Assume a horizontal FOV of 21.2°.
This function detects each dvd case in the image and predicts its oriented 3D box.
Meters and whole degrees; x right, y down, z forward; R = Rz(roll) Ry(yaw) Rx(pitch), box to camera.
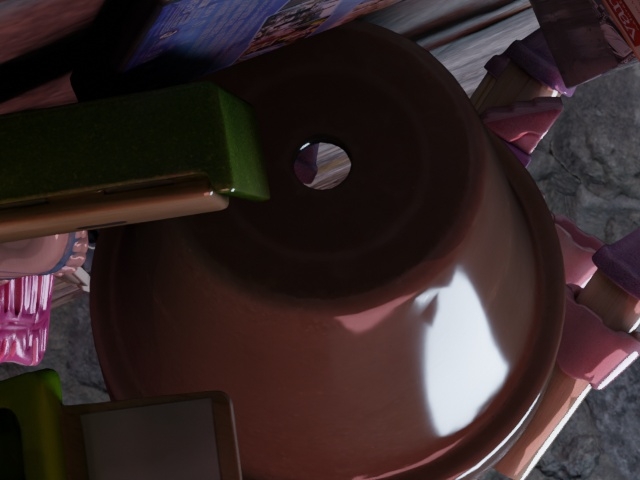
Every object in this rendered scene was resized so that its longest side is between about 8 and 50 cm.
[{"bbox_3d":[0.035,-0.115,0.646,0.253,0.022,0.180,-22,178,-17],"label":"dvd case"}]

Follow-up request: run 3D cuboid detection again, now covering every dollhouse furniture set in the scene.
[{"bbox_3d":[-0.105,0.048,0.563,0.151,0.197,0.301,-7,179,7],"label":"dollhouse furniture set"}]

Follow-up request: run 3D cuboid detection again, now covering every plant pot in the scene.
[{"bbox_3d":[0.000,0.000,0.870,0.263,0.263,0.229,-23,161,-6],"label":"plant pot"}]

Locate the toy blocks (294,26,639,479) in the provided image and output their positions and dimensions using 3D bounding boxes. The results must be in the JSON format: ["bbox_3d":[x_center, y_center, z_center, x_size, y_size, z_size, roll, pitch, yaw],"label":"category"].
[{"bbox_3d":[0.088,-0.054,1.141,0.260,0.309,0.288,-56,-176,14],"label":"toy blocks"}]

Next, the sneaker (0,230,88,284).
[{"bbox_3d":[-0.173,-0.003,0.814,0.083,0.071,0.191,-15,175,-31],"label":"sneaker"}]

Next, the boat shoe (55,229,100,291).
[{"bbox_3d":[-0.186,-0.006,1.247,0.206,0.075,0.065,88,27,-84],"label":"boat shoe"}]

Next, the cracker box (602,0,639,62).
[{"bbox_3d":[0.216,-0.155,0.701,0.156,0.067,0.232,-33,180,-11],"label":"cracker box"}]

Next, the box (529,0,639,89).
[{"bbox_3d":[0.312,-0.195,1.024,0.307,0.076,0.242,-22,179,-37],"label":"box"}]

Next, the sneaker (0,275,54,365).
[{"bbox_3d":[-0.220,0.031,0.973,0.111,0.103,0.252,12,-161,7],"label":"sneaker"}]
